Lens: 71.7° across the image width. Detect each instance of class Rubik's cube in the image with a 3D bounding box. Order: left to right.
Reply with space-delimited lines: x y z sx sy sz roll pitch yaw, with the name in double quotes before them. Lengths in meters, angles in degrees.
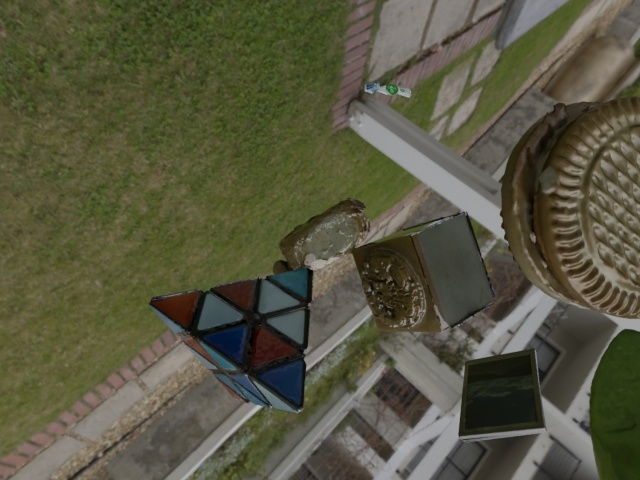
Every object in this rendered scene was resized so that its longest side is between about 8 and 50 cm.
"Rubik's cube" -0.094 0.214 0.685 0.285 0.234 0.249 -4 113 -33

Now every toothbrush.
"toothbrush" 0.172 -0.369 1.086 0.030 0.030 0.304 -59 165 27

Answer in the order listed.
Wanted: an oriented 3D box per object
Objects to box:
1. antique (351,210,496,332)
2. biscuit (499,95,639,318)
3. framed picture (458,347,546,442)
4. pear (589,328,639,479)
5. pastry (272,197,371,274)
"antique" 0.147 0.053 0.664 0.148 0.146 0.152 -18 180 -32
"biscuit" 0.324 -0.039 0.490 0.259 0.259 0.079 -45 -169 -11
"framed picture" 0.434 0.368 1.069 0.189 0.023 0.260 -21 -162 30
"pear" 0.471 0.299 0.482 0.318 0.238 0.342 -51 -154 -13
"pastry" 0.000 0.000 0.900 0.229 0.100 0.218 -29 -176 13
